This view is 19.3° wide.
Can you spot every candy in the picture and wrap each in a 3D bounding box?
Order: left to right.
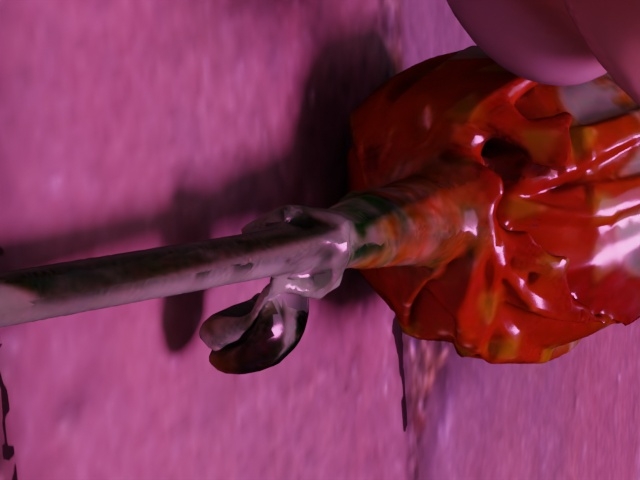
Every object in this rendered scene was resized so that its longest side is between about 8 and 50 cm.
[{"bbox_3d":[0.001,0.001,0.388,0.288,0.084,0.078,-12,111,-61],"label":"candy"}]

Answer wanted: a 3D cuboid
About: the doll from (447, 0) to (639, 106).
[{"bbox_3d":[0.068,-0.129,0.457,0.154,0.119,0.278,49,27,-8],"label":"doll"}]
